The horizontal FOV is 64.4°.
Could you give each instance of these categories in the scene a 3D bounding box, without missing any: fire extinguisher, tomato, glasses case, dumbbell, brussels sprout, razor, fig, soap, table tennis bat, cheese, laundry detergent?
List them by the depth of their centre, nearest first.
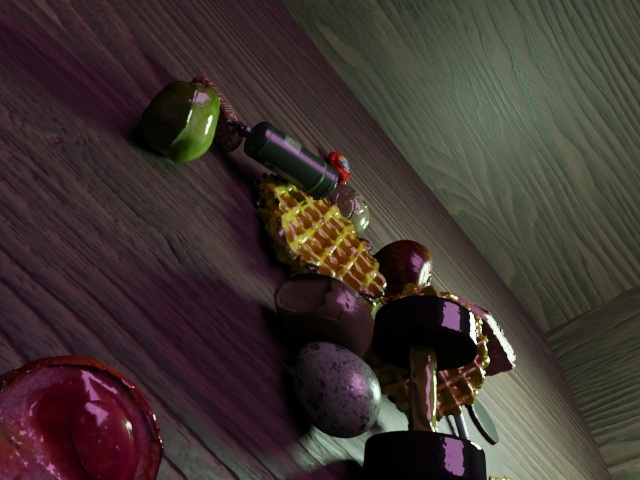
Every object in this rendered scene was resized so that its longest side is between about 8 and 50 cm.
[{"bbox_3d":[-0.243,0.190,0.438,0.189,0.099,0.173,-34,107,-30],"label":"tomato"},{"bbox_3d":[0.187,0.283,0.918,0.204,0.204,0.322,38,45,-35],"label":"dumbbell"},{"bbox_3d":[0.013,0.158,0.934,0.091,0.176,0.202,-60,142,-42],"label":"cheese"},{"bbox_3d":[-0.262,-0.221,0.948,0.131,0.145,0.183,19,-10,-18],"label":"brussels sprout"},{"bbox_3d":[-0.097,-0.199,1.164,0.294,0.093,0.118,31,14,-28],"label":"fire extinguisher"},{"bbox_3d":[-0.240,-0.298,1.186,0.194,0.073,0.049,58,29,9],"label":"glasses case"},{"bbox_3d":[0.364,0.447,1.352,0.106,0.068,0.231,35,34,-39],"label":"razor"},{"bbox_3d":[0.217,0.087,1.422,0.205,0.205,0.205,44,24,-25],"label":"fig"},{"bbox_3d":[0.468,0.509,1.521,0.220,0.019,0.130,55,20,-2],"label":"table tennis bat"},{"bbox_3d":[0.479,0.300,1.640,0.289,0.182,0.112,60,23,0],"label":"soap"},{"bbox_3d":[0.066,-0.245,1.776,0.097,0.049,0.165,35,29,-25],"label":"laundry detergent"}]

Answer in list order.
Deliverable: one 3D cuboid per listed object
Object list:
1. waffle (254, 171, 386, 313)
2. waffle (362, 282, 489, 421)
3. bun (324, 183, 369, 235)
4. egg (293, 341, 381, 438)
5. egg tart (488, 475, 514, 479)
[{"bbox_3d":[0.000,0.000,1.220,0.382,0.095,0.379,31,30,-40],"label":"waffle"},{"bbox_3d":[0.236,0.235,1.124,0.329,0.330,0.062,61,-20,18],"label":"waffle"},{"bbox_3d":[0.076,-0.095,1.480,0.173,0.113,0.166,51,22,-2],"label":"bun"},{"bbox_3d":[0.024,0.244,0.847,0.172,0.132,0.132,50,19,23],"label":"egg"},{"bbox_3d":[0.395,0.646,1.021,0.319,0.128,0.318,46,22,-26],"label":"egg tart"}]
